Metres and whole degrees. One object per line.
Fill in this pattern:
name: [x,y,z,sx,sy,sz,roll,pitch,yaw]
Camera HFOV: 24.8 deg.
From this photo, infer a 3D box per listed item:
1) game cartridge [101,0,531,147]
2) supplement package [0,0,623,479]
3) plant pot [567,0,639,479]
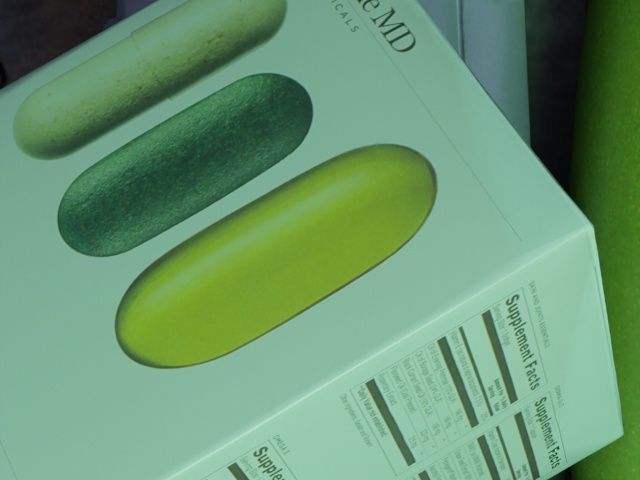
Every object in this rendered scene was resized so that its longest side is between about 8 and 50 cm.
game cartridge: [0.000,0.000,0.783,0.230,0.068,0.355,-2,86,2]
supplement package: [-0.040,0.037,0.619,0.263,0.198,0.199,-30,58,-3]
plant pot: [0.228,0.037,0.703,0.275,0.275,0.293,14,99,-1]
